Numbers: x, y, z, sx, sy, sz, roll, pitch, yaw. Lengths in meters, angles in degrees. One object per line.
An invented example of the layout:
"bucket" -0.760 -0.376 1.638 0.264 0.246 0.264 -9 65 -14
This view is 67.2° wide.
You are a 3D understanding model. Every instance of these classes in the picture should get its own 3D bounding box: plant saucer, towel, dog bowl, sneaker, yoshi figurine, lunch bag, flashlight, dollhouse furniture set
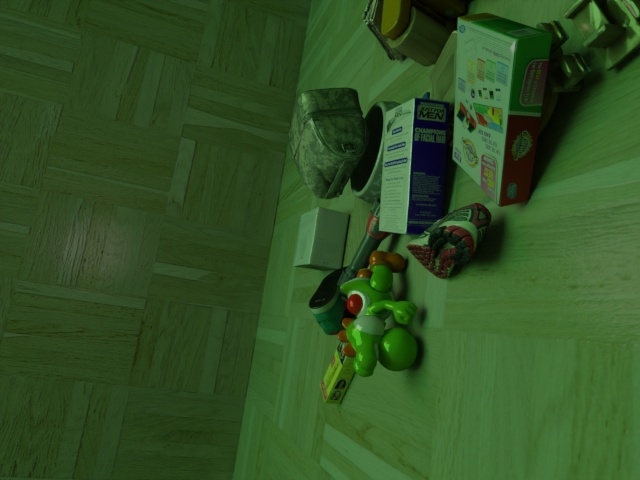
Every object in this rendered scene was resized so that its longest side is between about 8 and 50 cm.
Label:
"plant saucer" 0.409 -0.295 0.987 0.200 0.037 0.199 -175 90 -78
"towel" 0.232 -0.778 1.527 0.332 0.054 0.316 5 -81 -66
"dog bowl" 0.191 -0.280 1.539 0.349 0.102 0.348 -168 90 -77
"sneaker" 0.295 0.006 1.106 0.112 0.121 0.299 -46 -1 -15
"yoshi figurine" 0.177 0.209 1.292 0.203 0.203 0.362 -15 38 25
"lunch bag" 0.029 -0.301 1.556 0.305 0.213 0.255 122 138 -65
"sneaker" 0.074 0.216 1.607 0.295 0.124 0.178 -46 -61 -54
"flashlight" 0.151 0.023 1.479 0.304 0.103 0.103 -66 26 22
"dollhouse furniture set" 0.475 -0.410 0.822 0.212 0.161 0.242 -49 56 57

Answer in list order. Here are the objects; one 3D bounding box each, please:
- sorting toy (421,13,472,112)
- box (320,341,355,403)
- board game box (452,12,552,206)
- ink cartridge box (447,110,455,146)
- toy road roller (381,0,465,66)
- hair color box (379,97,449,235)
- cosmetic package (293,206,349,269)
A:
"sorting toy" 0.341 -0.416 1.266 0.347 0.047 0.195 113 163 -63
"box" 0.068 0.423 1.580 0.087 0.058 0.232 -109 35 -57
"board game box" 0.343 -0.263 0.960 0.242 0.064 0.316 -107 7 -55
"ink cartridge box" 0.346 -0.273 1.224 0.115 0.029 0.062 -98 26 -47
"toy road roller" 0.317 -0.673 1.305 0.241 0.203 0.329 -17 61 58
"hair color box" 0.243 -0.185 1.275 0.185 0.110 0.338 -164 75 -75
"cosmetic package" 0.000 0.000 1.923 0.224 0.138 0.224 167 113 -70
